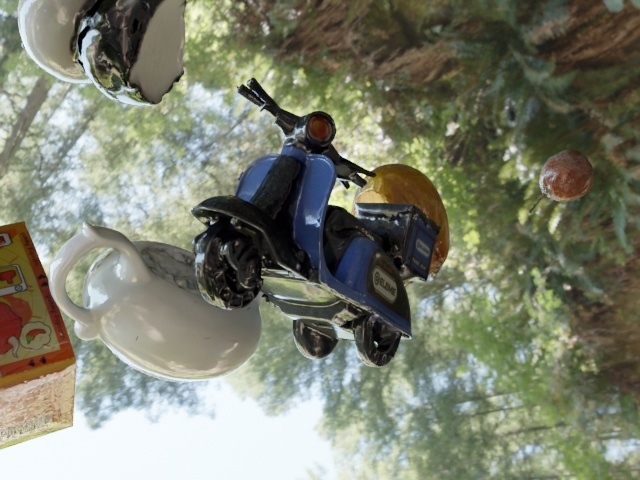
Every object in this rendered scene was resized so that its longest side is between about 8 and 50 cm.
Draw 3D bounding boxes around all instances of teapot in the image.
[{"bbox_3d":[-0.165,0.064,0.880,0.204,0.139,0.298,41,-160,34],"label":"teapot"}]

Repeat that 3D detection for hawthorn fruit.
[{"bbox_3d":[0.300,-0.070,1.016,0.103,0.067,0.067,-38,-84,0],"label":"hawthorn fruit"}]

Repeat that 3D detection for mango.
[{"bbox_3d":[0.152,-0.038,1.609,0.350,0.201,0.199,63,-155,-53],"label":"mango"}]

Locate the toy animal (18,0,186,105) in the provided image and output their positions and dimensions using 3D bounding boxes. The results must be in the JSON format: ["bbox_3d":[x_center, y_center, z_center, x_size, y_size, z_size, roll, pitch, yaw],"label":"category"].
[{"bbox_3d":[-0.321,-0.305,1.152,0.235,0.187,0.165,23,-142,17],"label":"toy animal"}]

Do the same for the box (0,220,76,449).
[{"bbox_3d":[-0.516,0.149,1.103,0.283,0.214,0.260,-13,-123,-30],"label":"box"}]

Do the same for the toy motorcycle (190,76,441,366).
[{"bbox_3d":[0.000,0.000,0.801,0.358,0.125,0.213,34,-116,-53],"label":"toy motorcycle"}]
